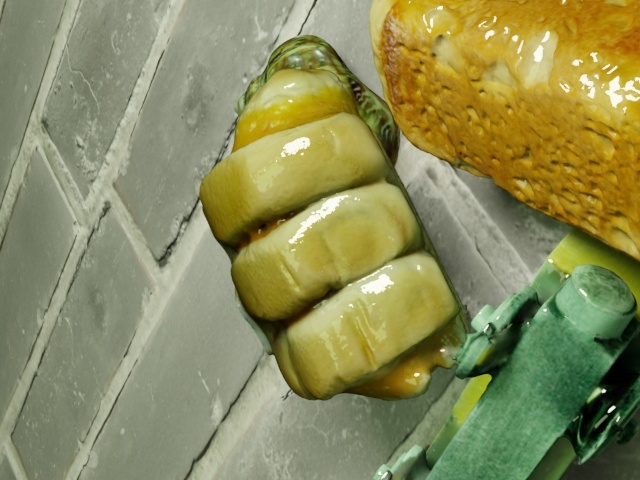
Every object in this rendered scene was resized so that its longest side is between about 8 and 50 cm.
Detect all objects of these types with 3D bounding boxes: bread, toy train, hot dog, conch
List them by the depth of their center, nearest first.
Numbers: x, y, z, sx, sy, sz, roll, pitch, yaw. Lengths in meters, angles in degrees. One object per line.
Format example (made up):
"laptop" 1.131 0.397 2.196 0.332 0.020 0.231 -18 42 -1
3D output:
"hot dog" 0.237 -0.142 0.936 0.405 0.223 0.185 33 154 42
"toy train" 0.188 0.157 1.030 0.160 0.253 0.397 35 126 13
"bread" 0.000 0.000 1.140 0.341 0.210 0.300 63 -176 -9
"conch" -0.011 -0.148 1.335 0.181 0.124 0.187 10 113 54
